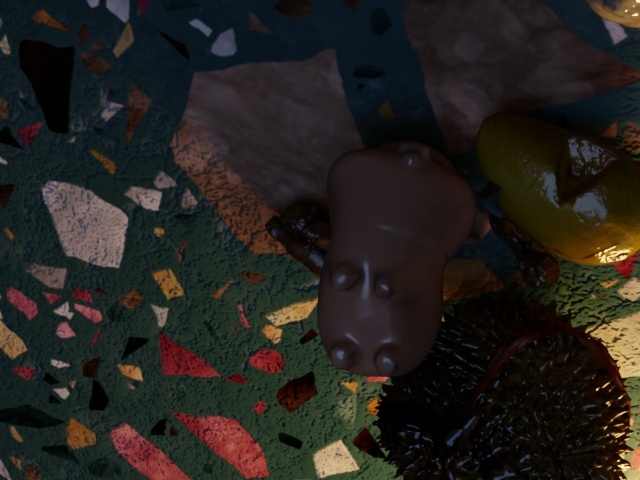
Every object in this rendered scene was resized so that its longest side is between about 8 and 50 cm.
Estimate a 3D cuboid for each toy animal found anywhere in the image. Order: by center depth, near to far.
[{"bbox_3d":[0.098,0.022,1.845,0.237,0.269,0.326,13,117,8],"label":"toy animal"}]

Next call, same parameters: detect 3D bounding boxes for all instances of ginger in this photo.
[{"bbox_3d":[0.000,0.000,1.993,0.162,0.073,0.103,31,128,-3],"label":"ginger"}]

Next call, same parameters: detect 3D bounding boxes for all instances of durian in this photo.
[{"bbox_3d":[0.259,0.246,1.900,0.384,0.347,0.347,39,137,34],"label":"durian"}]

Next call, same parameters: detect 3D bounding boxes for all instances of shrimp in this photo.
[{"bbox_3d":[0.268,0.018,1.848,0.132,0.187,0.051,37,100,0],"label":"shrimp"}]

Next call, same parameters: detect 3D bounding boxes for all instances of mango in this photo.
[{"bbox_3d":[0.317,-0.072,1.797,0.262,0.130,0.167,28,133,5],"label":"mango"}]

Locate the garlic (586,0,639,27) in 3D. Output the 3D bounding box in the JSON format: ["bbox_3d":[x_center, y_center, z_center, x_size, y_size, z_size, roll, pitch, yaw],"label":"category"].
[{"bbox_3d":[0.376,-0.361,1.550,0.218,0.218,0.212,-30,79,33],"label":"garlic"}]
